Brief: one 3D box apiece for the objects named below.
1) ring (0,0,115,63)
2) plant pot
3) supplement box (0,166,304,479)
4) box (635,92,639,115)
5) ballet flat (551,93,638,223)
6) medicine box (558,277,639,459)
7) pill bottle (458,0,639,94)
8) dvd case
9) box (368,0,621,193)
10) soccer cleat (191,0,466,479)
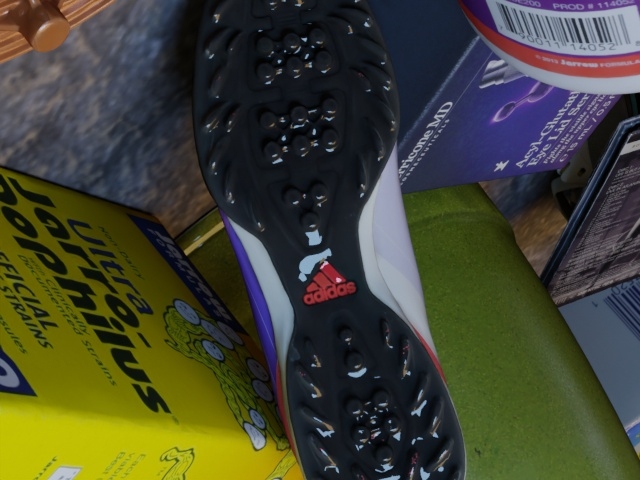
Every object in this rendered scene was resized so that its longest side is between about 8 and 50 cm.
[{"bbox_3d":[-0.124,-0.177,0.748,0.336,0.032,0.336,-31,155,-16],"label":"ring"},{"bbox_3d":[0.064,0.176,1.242,0.366,0.353,0.366,-32,156,-16],"label":"plant pot"},{"bbox_3d":[-0.183,0.090,0.931,0.195,0.194,0.356,-45,156,12],"label":"supplement box"},{"bbox_3d":[0.331,-0.138,1.414,0.180,0.077,0.147,-28,154,-23],"label":"box"},{"bbox_3d":[0.211,-0.052,1.413,0.068,0.072,0.213,-9,153,6],"label":"ballet flat"},{"bbox_3d":[0.342,0.110,1.781,0.263,0.149,0.289,-36,155,-8],"label":"medicine box"},{"bbox_3d":[0.108,-0.216,0.784,0.181,0.181,0.323,-38,145,-4],"label":"pill bottle"},{"bbox_3d":[0.253,-0.034,1.377,0.164,0.018,0.221,-18,150,-27],"label":"dvd case"},{"bbox_3d":[0.093,-0.120,1.065,0.207,0.108,0.153,-12,145,-47],"label":"box"},{"bbox_3d":[0.000,0.000,0.972,0.108,0.318,0.116,-14,179,-6],"label":"soccer cleat"}]
